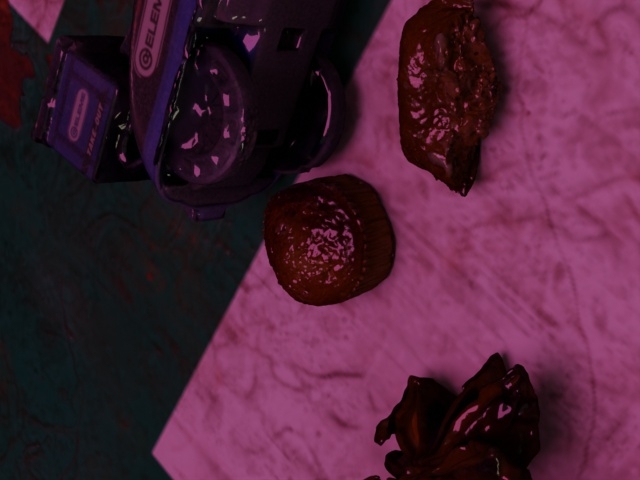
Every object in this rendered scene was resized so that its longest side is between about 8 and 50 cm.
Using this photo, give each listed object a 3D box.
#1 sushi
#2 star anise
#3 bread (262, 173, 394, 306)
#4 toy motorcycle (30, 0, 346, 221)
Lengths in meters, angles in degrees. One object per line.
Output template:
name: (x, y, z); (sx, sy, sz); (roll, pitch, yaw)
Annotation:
sushi: (0.075, -0.085, 0.656); (0.060, 0.061, 0.118); (8, 122, 30)
star anise: (0.049, 0.150, 0.674); (0.073, 0.177, 0.234); (39, 148, -14)
bread: (0.000, 0.000, 0.728); (0.085, 0.053, 0.085); (7, 101, 39)
toy motorcycle: (-0.062, -0.183, 0.707); (0.212, 0.125, 0.358); (36, 118, 33)
